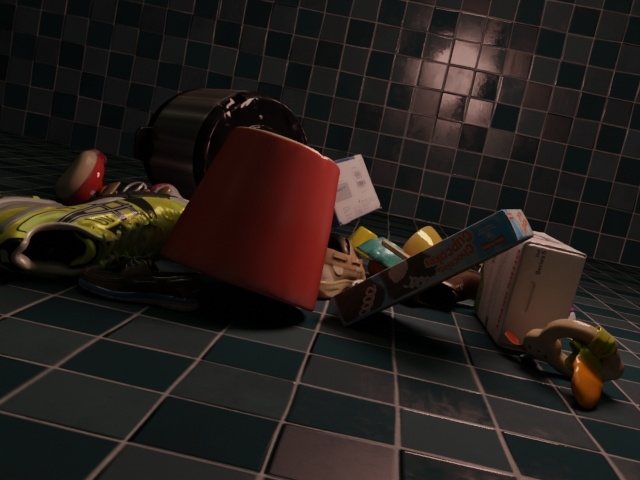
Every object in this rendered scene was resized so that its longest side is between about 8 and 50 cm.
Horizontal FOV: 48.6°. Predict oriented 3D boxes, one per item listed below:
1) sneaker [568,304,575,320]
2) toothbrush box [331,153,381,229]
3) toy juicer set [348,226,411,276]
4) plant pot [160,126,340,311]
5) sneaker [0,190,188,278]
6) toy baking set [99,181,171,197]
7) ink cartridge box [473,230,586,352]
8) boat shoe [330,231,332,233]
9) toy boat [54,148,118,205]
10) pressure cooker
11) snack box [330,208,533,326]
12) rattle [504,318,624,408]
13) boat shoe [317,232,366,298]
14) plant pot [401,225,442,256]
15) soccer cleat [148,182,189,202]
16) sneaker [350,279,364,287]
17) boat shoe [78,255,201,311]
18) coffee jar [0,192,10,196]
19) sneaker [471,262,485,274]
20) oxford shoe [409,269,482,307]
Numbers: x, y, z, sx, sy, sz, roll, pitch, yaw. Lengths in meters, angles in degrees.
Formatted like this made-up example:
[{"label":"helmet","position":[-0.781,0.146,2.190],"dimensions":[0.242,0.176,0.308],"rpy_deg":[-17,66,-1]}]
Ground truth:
[{"label":"sneaker","position":[0.474,0.119,1.598],"dimensions":[0.237,0.104,0.095],"rpy_deg":[8,10,-15]},{"label":"toothbrush box","position":[-0.060,-0.058,1.426],"dimensions":[0.296,0.126,0.216],"rpy_deg":[-21,2,29]},{"label":"toy juicer set","position":[0.175,0.064,1.633],"dimensions":[0.209,0.089,0.329],"rpy_deg":[33,0,-10]},{"label":"plant pot","position":[-0.099,-0.040,1.174],"dimensions":[0.275,0.243,0.275],"rpy_deg":[19,-4,1]},{"label":"sneaker","position":[-0.355,0.006,1.156],"dimensions":[0.385,0.145,0.147],"rpy_deg":[-8,27,-39]},{"label":"toy baking set","position":[-0.397,-0.049,1.397],"dimensions":[0.256,0.030,0.197],"rpy_deg":[16,49,45]},{"label":"ink cartridge box","position":[0.392,0.087,1.366],"dimensions":[0.115,0.198,0.273],"rpy_deg":[13,9,1]},{"label":"boat shoe","position":[-0.007,-0.001,1.755],"dimensions":[0.095,0.095,0.257],"rpy_deg":[6,10,-33]},{"label":"toy boat","position":[-0.596,-0.145,1.859],"dimensions":[0.151,0.151,0.231],"rpy_deg":[40,1,-16]},{"label":"pressure cooker","position":[-0.283,-0.242,1.985],"dimensions":[0.420,0.375,0.370],"rpy_deg":[16,-33,46]},{"label":"snack box","position":[0.193,0.044,1.201],"dimensions":[0.322,0.060,0.187],"rpy_deg":[-29,-9,22]},{"label":"rattle","position":[0.359,0.204,1.115],"dimensions":[0.200,0.142,0.130],"rpy_deg":[-1,-36,44]},{"label":"boat shoe","position":[0.033,0.040,1.475],"dimensions":[0.122,0.110,0.341],"rpy_deg":[14,8,12]},{"label":"plant pot","position":[0.276,0.044,1.814],"dimensions":[0.095,0.134,0.134],"rpy_deg":[42,22,26]},{"label":"soccer cleat","position":[-0.330,-0.053,1.563],"dimensions":[0.143,0.116,0.331],"rpy_deg":[-4,16,3]},{"label":"sneaker","position":[0.097,0.099,1.444],"dimensions":[0.083,0.031,0.037],"rpy_deg":[3,11,-43]},{"label":"boat shoe","position":[-0.271,0.058,1.076],"dimensions":[0.183,0.066,0.066],"rpy_deg":[11,7,-10]},{"label":"coffee jar","position":[-0.560,-0.040,1.294],"dimensions":[0.184,0.079,0.096],"rpy_deg":[13,8,3]},{"label":"sneaker","position":[0.400,0.096,1.756],"dimensions":[0.122,0.110,0.283],"rpy_deg":[44,-10,-8]},{"label":"oxford shoe","position":[0.272,0.110,1.499],"dimensions":[0.227,0.082,0.096],"rpy_deg":[-3,22,-29]}]
